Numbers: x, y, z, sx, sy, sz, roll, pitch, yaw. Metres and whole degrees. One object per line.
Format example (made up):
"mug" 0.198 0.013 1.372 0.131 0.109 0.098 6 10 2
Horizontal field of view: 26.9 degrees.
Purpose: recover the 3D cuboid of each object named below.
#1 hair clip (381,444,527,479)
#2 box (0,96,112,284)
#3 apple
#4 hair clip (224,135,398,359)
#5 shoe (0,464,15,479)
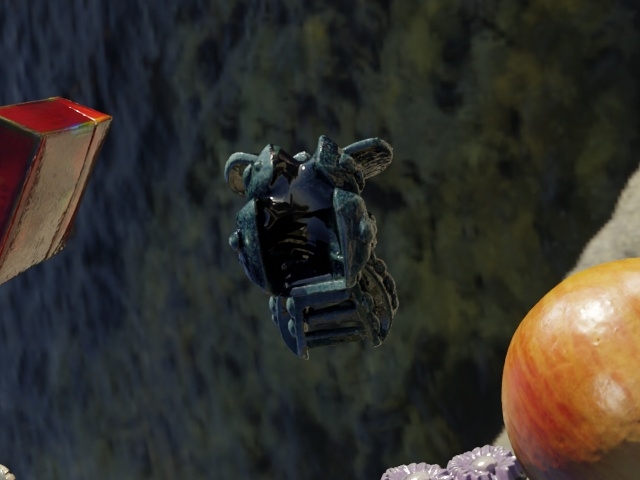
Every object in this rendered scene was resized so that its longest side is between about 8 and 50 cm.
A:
"hair clip" 0.172 0.334 1.803 0.106 0.292 0.085 -145 42 -69
"box" -0.359 -0.065 1.635 0.313 0.089 0.198 -62 -7 -79
"apple" 0.310 0.156 1.272 0.233 0.286 0.286 -114 32 -43
"hair clip" 0.000 -0.004 1.487 0.310 0.194 0.206 72 -171 -67
"shoe" -0.455 0.328 1.726 0.180 0.092 0.089 45 131 24
